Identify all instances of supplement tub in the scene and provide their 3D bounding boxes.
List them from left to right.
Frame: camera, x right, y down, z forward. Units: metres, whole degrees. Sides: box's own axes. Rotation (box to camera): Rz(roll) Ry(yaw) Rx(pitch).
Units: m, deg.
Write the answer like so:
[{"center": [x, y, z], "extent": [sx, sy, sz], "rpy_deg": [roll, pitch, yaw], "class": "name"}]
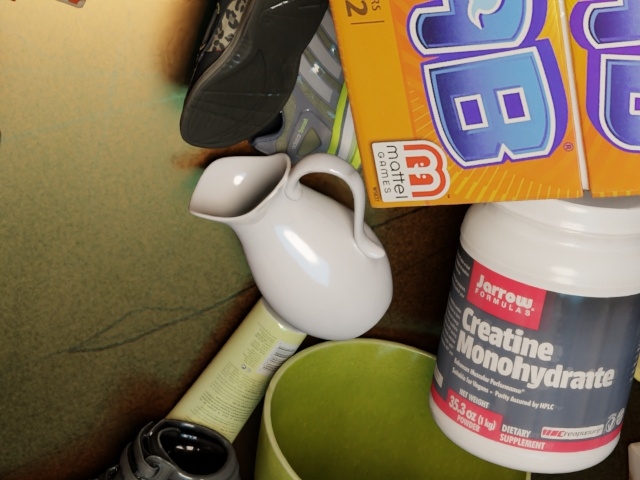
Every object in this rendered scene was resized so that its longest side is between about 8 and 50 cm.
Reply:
[{"center": [0.215, 0.065, 1.541], "extent": [0.191, 0.191, 0.272], "rpy_deg": [3, 112, -14], "class": "supplement tub"}]

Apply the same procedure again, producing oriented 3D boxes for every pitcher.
[{"center": [0.000, 0.000, 1.564], "extent": [0.178, 0.125, 0.207], "rpy_deg": [-12, 133, 39], "class": "pitcher"}]

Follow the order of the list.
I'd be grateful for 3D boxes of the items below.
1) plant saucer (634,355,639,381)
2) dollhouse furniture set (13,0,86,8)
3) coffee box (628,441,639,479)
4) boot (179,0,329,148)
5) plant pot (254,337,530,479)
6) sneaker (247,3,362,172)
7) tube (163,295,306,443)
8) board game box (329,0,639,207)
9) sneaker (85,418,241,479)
[{"center": [0.383, -0.024, 1.693], "extent": [0.333, 0.081, 0.333], "rpy_deg": [33, 102, -24], "class": "plant saucer"}, {"center": [-0.216, -0.319, 1.348], "extent": [0.135, 0.262, 0.259], "rpy_deg": [16, 142, -21], "class": "dollhouse furniture set"}, {"center": [0.559, 0.407, 1.778], "extent": [0.338, 0.334, 0.337], "rpy_deg": [-11, 114, -11], "class": "coffee box"}, {"center": [-0.071, -0.215, 1.468], "extent": [0.085, 0.178, 0.236], "rpy_deg": [9, 135, -27], "class": "boot"}, {"center": [0.039, 0.300, 1.677], "extent": [0.275, 0.275, 0.293], "rpy_deg": [7, 128, -16], "class": "plant pot"}, {"center": [-0.003, -0.199, 1.516], "extent": [0.121, 0.111, 0.300], "rpy_deg": [2, 110, -10], "class": "sneaker"}, {"center": [-0.103, 0.163, 1.678], "extent": [0.070, 0.062, 0.240], "rpy_deg": [42, 110, 18], "class": "tube"}, {"center": [0.218, -0.270, 1.329], "extent": [0.356, 0.356, 0.356], "rpy_deg": [-3, 117, 19], "class": "board game box"}, {"center": [-0.215, 0.251, 1.642], "extent": [0.296, 0.104, 0.147], "rpy_deg": [-2, 126, -10], "class": "sneaker"}]
